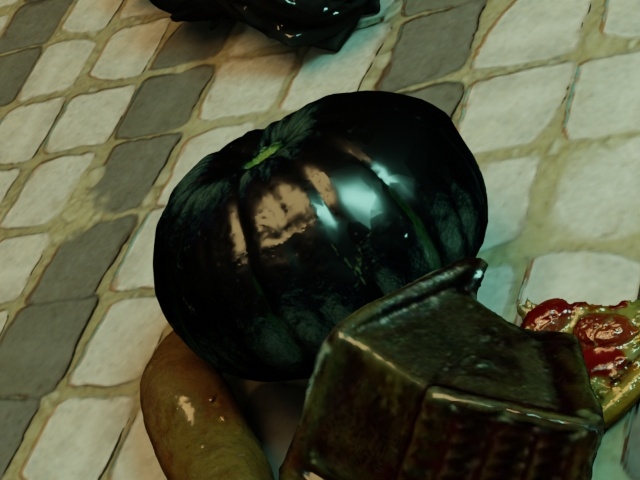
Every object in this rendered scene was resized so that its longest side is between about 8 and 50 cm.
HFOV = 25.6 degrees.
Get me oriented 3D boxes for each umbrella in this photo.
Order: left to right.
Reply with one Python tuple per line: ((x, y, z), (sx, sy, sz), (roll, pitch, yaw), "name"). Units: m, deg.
((-0.082, -0.220, 1.146), (0.118, 0.118, 0.340), (-49, 34, -16), "umbrella")

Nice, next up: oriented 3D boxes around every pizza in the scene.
((0.130, 0.066, 0.714), (0.100, 0.029, 0.099), (-1, 50, 39), "pizza")

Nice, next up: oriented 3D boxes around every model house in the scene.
((0.065, 0.110, 0.672), (0.152, 0.106, 0.165), (31, 113, 42), "model house")

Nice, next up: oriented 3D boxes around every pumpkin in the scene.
((0.000, 0.000, 0.800), (0.202, 0.140, 0.202), (-29, 16, 10), "pumpkin")

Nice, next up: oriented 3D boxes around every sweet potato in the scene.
((-0.065, 0.115, 0.795), (0.067, 0.059, 0.281), (-23, 38, 3), "sweet potato")
